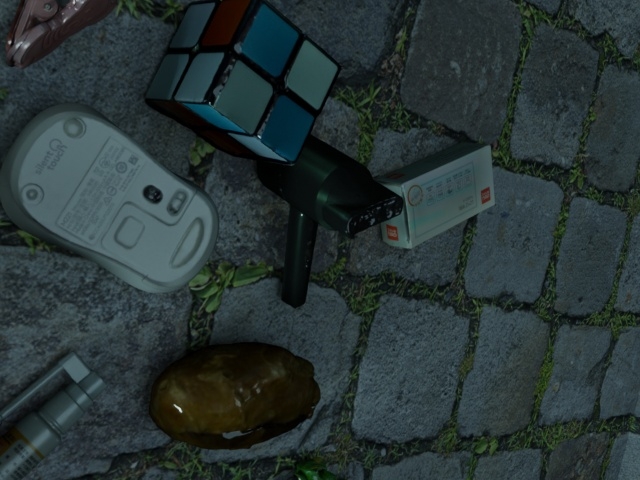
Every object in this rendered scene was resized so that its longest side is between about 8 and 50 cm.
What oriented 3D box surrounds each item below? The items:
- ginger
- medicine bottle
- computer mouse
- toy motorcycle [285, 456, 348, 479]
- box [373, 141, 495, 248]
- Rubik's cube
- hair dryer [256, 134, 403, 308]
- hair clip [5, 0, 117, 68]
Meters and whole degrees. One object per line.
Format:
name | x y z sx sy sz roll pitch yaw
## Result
ginger | -0.110 0.244 1.174 0.321 0.172 0.165 9 58 -41
medicine bottle | -0.396 0.253 1.001 0.220 0.061 0.092 -44 107 -25
computer mouse | -0.275 -0.053 0.986 0.296 0.121 0.184 30 83 -28
toy motorcycle | -0.004 0.472 1.392 0.190 0.074 0.106 43 64 -39
box | 0.226 -0.095 1.433 0.269 0.079 0.135 -26 116 -34
Rubik's cube | -0.110 -0.223 1.042 0.183 0.180 0.167 29 81 -39
hair dryer | 0.000 0.000 1.172 0.116 0.244 0.303 -13 124 -32
hair clip | -0.318 -0.267 0.902 0.102 0.123 0.138 18 83 -14
